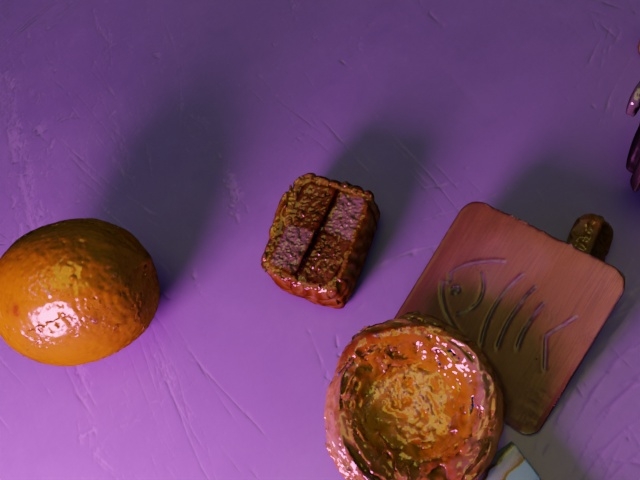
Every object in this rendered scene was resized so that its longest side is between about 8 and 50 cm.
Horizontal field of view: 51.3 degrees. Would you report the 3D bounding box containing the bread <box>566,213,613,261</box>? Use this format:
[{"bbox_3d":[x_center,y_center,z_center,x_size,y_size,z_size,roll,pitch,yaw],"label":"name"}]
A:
[{"bbox_3d":[0.427,0.008,1.064,0.066,0.060,0.110,26,69,13],"label":"bread"}]

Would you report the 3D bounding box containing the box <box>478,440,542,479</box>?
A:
[{"bbox_3d":[0.268,0.417,0.905,0.162,0.041,0.229,-33,59,-2],"label":"box"}]

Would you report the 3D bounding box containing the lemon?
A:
[{"bbox_3d":[-0.432,0.091,1.168,0.310,0.258,0.258,-13,60,7],"label":"lemon"}]

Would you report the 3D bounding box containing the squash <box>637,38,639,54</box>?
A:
[{"bbox_3d":[0.594,-0.400,1.136,0.094,0.224,0.094,-10,61,20],"label":"squash"}]

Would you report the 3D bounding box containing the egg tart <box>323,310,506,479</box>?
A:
[{"bbox_3d":[0.135,0.252,1.001,0.290,0.107,0.291,-5,65,10],"label":"egg tart"}]

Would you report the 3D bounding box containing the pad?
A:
[{"bbox_3d":[0.280,0.109,1.044,0.284,0.018,0.287,31,89,28],"label":"pad"}]

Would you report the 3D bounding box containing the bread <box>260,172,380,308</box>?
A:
[{"bbox_3d":[0.000,0.000,1.176,0.181,0.096,0.222,13,69,23],"label":"bread"}]

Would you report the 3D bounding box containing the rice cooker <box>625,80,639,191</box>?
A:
[{"bbox_3d":[0.606,-0.162,0.986,0.316,0.264,0.317,10,31,-6],"label":"rice cooker"}]
